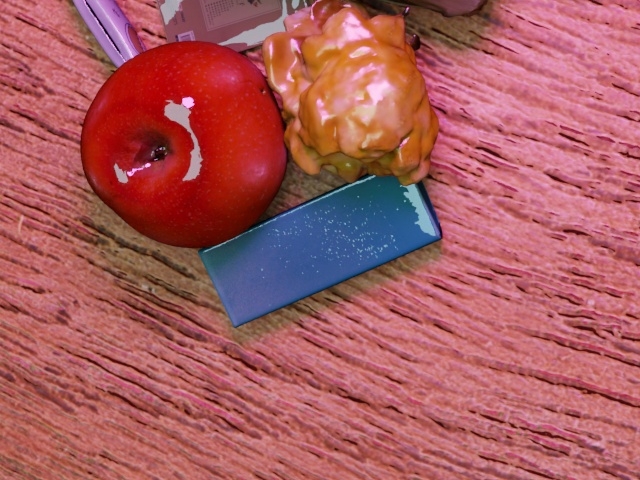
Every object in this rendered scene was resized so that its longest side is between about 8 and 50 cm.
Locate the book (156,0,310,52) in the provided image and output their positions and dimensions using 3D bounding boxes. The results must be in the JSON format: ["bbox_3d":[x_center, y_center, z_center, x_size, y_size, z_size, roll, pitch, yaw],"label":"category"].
[{"bbox_3d":[-0.117,-0.316,1.842,0.199,0.016,0.138,-14,91,13],"label":"book"}]

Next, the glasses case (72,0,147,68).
[{"bbox_3d":[-0.276,-0.281,1.853,0.045,0.067,0.178,-34,87,13],"label":"glasses case"}]

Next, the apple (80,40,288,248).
[{"bbox_3d":[-0.168,-0.121,1.753,0.260,0.216,0.260,5,103,23],"label":"apple"}]

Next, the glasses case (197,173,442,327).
[{"bbox_3d":[0.001,0.001,1.819,0.301,0.070,0.117,-23,95,11],"label":"glasses case"}]

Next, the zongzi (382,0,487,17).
[{"bbox_3d":[0.071,-0.364,1.609,0.447,0.418,0.181,26,104,14],"label":"zongzi"}]

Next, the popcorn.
[{"bbox_3d":[0.041,-0.179,1.725,0.191,0.190,0.253,-13,76,9],"label":"popcorn"}]
